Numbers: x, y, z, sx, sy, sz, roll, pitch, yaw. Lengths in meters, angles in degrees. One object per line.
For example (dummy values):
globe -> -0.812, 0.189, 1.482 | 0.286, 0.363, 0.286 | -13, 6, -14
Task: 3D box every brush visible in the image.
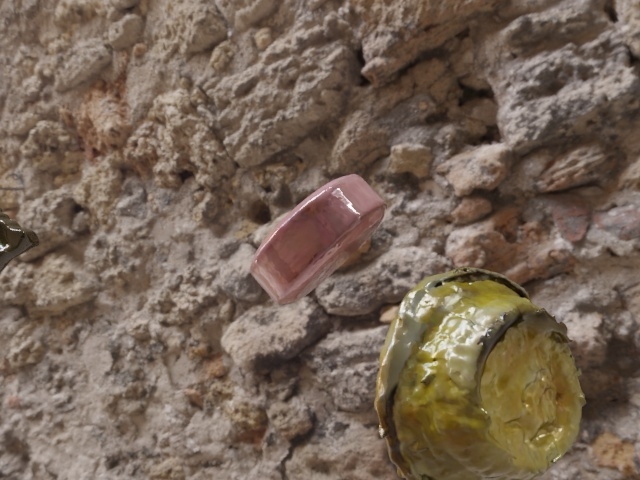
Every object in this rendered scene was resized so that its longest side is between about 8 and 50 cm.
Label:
brush -> -0.501, -0.036, 0.643 | 0.084, 0.301, 0.071 | -44, -36, -29

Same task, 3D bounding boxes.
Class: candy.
candy -> 0.000, 0.000, 0.750 | 0.255, 0.094, 0.255 | -42, -9, -8

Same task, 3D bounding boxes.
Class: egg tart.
egg tart -> 0.236, 0.197, 0.611 | 0.345, 0.345, 0.132 | -18, 0, -29
